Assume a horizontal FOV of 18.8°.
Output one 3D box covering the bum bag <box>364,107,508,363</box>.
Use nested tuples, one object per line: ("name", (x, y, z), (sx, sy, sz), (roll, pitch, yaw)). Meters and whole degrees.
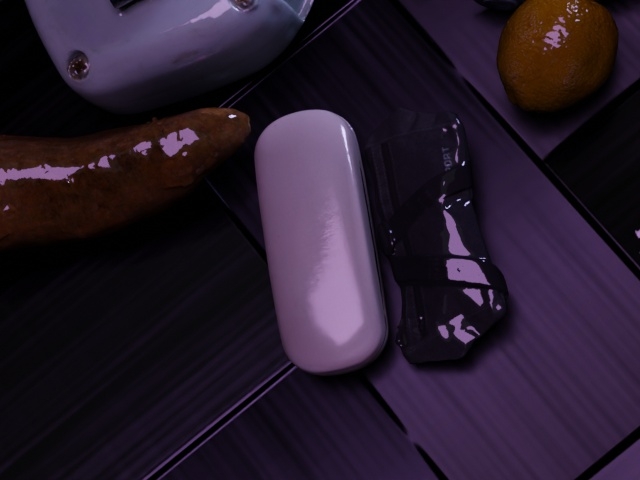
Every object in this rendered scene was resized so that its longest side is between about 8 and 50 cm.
("bum bag", (0.084, -0.007, 1.404), (0.087, 0.049, 0.198), (-24, 66, 32))

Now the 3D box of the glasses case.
("glasses case", (0.000, 0.000, 1.418), (0.081, 0.051, 0.204), (-12, 70, 13))

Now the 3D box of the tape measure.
("tape measure", (-0.117, -0.235, 1.475), (0.243, 0.125, 0.246), (-31, 68, 11))

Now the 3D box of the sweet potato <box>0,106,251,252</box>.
("sweet potato", (-0.191, -0.044, 1.461), (0.292, 0.097, 0.097), (-11, 70, 2))

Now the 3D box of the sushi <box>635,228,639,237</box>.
("sushi", (0.378, 0.063, 1.303), (0.290, 0.050, 0.264), (-13, 70, 9))

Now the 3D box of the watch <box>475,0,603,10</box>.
("watch", (0.197, -0.266, 1.450), (0.206, 0.068, 0.193), (3, 76, 18))

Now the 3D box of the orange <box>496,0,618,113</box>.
("orange", (0.170, -0.136, 1.404), (0.085, 0.085, 0.095), (42, 108, 22))
